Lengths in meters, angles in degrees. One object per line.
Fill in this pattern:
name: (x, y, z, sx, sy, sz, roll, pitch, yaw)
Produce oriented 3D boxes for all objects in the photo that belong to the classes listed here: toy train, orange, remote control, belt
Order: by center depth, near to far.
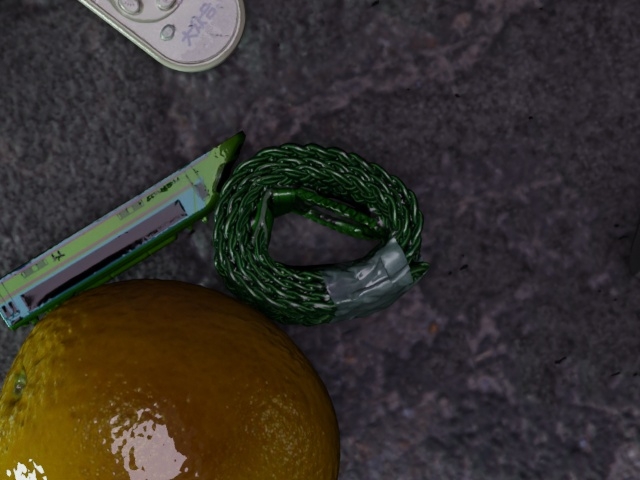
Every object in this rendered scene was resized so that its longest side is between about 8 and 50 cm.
orange: (-0.100, 0.137, 1.296, 0.236, 0.236, 0.236, 0, 95, 0)
belt: (0.000, 0.000, 1.347, 0.151, 0.079, 0.121, 3, 74, 2)
remote control: (-0.147, -0.199, 1.352, 0.221, 0.042, 0.078, 37, 95, -3)
toy train: (-0.133, -0.005, 1.367, 0.209, 0.044, 0.042, -31, 94, 3)

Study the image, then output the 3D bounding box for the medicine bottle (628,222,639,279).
medicine bottle: (0.346, 0.025, 1.331, 0.250, 0.131, 0.131, 24, 95, -2)
